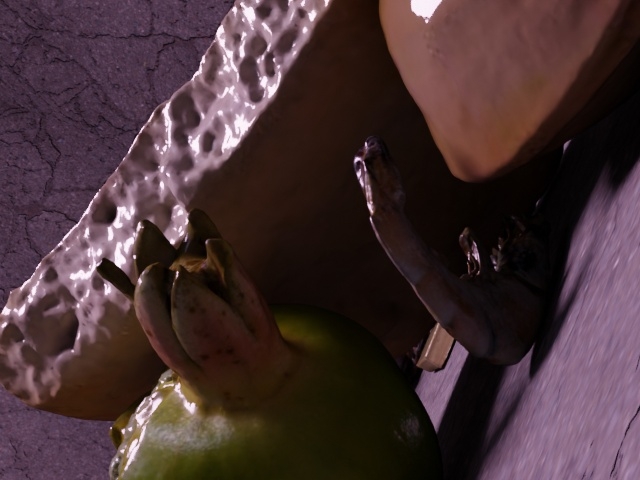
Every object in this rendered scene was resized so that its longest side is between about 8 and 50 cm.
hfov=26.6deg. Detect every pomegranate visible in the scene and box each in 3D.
[{"bbox_3d":[-0.041,0.118,0.875,0.236,0.236,0.302,-62,-32,-50],"label":"pomegranate"}]

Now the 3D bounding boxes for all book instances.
[{"bbox_3d":[0.167,0.039,1.541,0.161,0.026,0.231,82,-148,-82],"label":"book"}]

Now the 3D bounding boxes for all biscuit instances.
[{"bbox_3d":[0.001,0.001,1.033,0.429,0.104,0.446,-47,-34,15],"label":"biscuit"}]

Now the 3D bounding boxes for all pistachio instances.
[{"bbox_3d":[0.129,-0.142,0.730,0.260,0.163,0.213,143,134,-70],"label":"pistachio"}]

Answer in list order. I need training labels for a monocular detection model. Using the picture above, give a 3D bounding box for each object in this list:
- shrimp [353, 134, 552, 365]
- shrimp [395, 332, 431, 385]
[{"bbox_3d":[0.081,-0.011,0.800,0.035,0.148,0.195,-45,5,29],"label":"shrimp"},{"bbox_3d":[0.073,0.137,1.937,0.137,0.172,0.372,-61,-11,-4],"label":"shrimp"}]
